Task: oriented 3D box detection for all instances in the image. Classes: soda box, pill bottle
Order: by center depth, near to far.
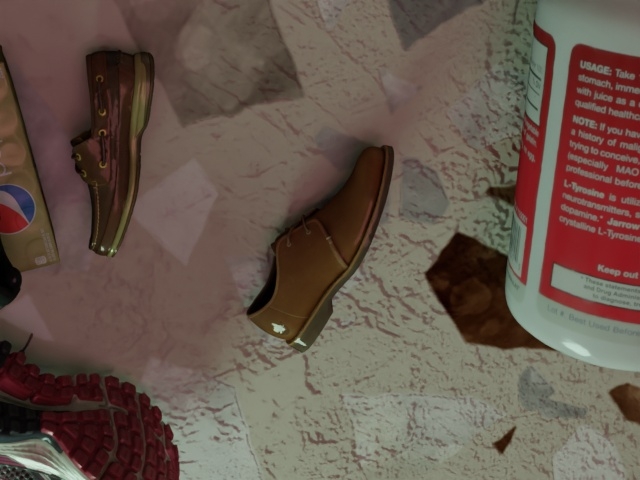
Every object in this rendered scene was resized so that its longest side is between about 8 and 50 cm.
[{"bbox_3d":[-0.267,-0.064,0.976,0.061,0.058,0.181,-15,118,-11],"label":"soda box"},{"bbox_3d":[0.293,-0.110,1.033,0.229,0.229,0.408,-5,115,-15],"label":"pill bottle"}]

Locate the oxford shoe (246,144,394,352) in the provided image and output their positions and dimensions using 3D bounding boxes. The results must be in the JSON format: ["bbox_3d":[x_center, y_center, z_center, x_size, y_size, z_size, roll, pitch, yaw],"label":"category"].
[{"bbox_3d":[0.000,0.000,1.084,0.076,0.076,0.212,26,103,-13],"label":"oxford shoe"}]

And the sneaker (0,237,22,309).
[{"bbox_3d":[-0.303,-0.036,0.913,0.106,0.078,0.234,-12,113,38],"label":"sneaker"}]

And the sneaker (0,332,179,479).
[{"bbox_3d":[-0.254,0.172,1.069,0.299,0.121,0.112,33,130,-28],"label":"sneaker"}]

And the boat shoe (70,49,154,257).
[{"bbox_3d":[-0.181,-0.074,0.999,0.060,0.064,0.178,7,105,-15],"label":"boat shoe"}]
